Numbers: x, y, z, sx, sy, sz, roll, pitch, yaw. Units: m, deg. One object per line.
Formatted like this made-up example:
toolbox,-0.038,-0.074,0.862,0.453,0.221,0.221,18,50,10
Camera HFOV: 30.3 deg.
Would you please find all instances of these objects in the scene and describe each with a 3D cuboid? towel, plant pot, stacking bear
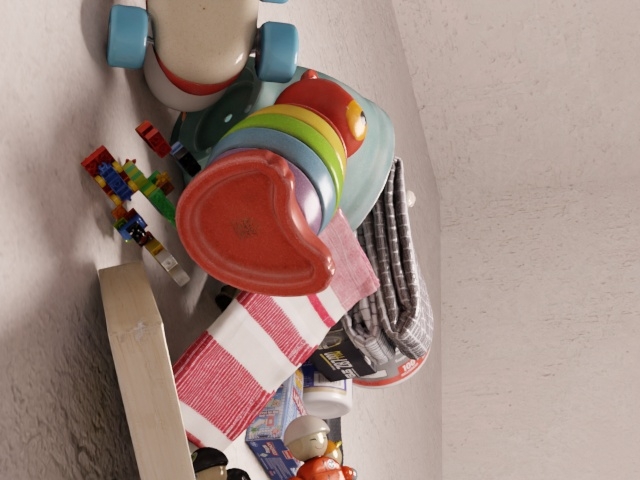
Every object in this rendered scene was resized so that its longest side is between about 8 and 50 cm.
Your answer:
towel,0.091,0.027,1.728,0.235,0.121,0.284,45,36,-73
plant pot,-0.074,-0.122,1.576,0.196,0.293,0.293,39,39,-33
stacking bear,-0.035,-0.087,1.343,0.175,0.164,0.289,64,33,-26
towel,-0.064,0.119,1.467,0.329,0.037,0.237,-47,153,-7

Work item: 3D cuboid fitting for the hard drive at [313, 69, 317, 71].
hard drive,0.007,-0.132,2.382,0.233,0.047,0.353,54,33,-65

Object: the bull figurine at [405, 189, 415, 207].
bull figurine,0.048,-0.169,2.186,0.310,0.101,0.188,46,-11,19

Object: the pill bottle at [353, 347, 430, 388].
pill bottle,0.080,0.100,2.210,0.363,0.210,0.210,70,18,-48

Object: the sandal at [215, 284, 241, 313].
sandal,-0.112,0.098,1.656,0.303,0.086,0.120,-59,140,-63

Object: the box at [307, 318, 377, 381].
box,0.000,0.000,1.870,0.318,0.097,0.395,62,19,-70

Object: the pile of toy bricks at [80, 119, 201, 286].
pile of toy bricks,-0.197,-0.058,1.363,0.105,0.118,0.212,40,-12,46

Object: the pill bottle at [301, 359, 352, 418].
pill bottle,-0.001,0.203,2.032,0.112,0.112,0.187,62,25,-59

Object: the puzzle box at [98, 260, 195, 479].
puzzle box,-0.157,0.244,1.214,0.272,0.052,0.409,-136,-146,-73

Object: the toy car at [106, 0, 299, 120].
toy car,-0.161,-0.251,1.475,0.238,0.219,0.210,128,-38,-65

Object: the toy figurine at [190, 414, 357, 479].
toy figurine,-0.056,0.323,1.519,0.209,0.213,0.148,56,14,-71

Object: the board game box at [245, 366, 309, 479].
board game box,-0.057,0.270,1.868,0.194,0.060,0.194,67,21,-52

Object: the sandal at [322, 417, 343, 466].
sandal,0.003,0.343,2.146,0.097,0.054,0.254,-62,153,-57
